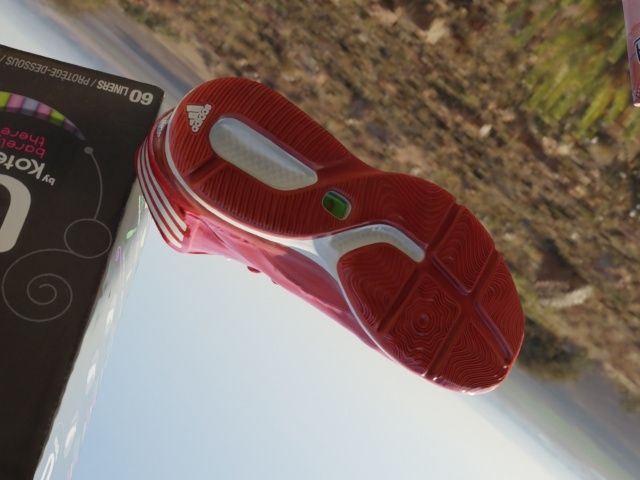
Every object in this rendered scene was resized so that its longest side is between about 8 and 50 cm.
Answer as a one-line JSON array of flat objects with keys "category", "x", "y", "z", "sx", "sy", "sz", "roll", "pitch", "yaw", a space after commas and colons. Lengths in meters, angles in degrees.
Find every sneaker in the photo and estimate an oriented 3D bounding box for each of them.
[{"category": "sneaker", "x": 0.000, "y": 0.000, "z": 0.513, "sx": 0.221, "sy": 0.087, "sz": 0.128, "roll": 41, "pitch": 162, "yaw": -19}]

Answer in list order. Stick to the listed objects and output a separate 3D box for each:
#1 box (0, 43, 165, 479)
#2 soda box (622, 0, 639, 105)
[{"category": "box", "x": -0.201, "y": 0.033, "z": 0.545, "sx": 0.165, "sy": 0.270, "sz": 0.143, "roll": 13, "pitch": 145, "yaw": -5}, {"category": "soda box", "x": 0.208, "y": -0.088, "z": 0.426, "sx": 0.183, "sy": 0.058, "sz": 0.063, "roll": -4, "pitch": 178, "yaw": -42}]
